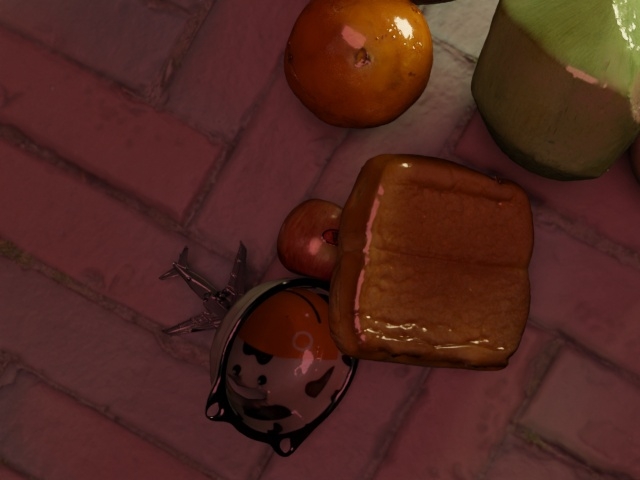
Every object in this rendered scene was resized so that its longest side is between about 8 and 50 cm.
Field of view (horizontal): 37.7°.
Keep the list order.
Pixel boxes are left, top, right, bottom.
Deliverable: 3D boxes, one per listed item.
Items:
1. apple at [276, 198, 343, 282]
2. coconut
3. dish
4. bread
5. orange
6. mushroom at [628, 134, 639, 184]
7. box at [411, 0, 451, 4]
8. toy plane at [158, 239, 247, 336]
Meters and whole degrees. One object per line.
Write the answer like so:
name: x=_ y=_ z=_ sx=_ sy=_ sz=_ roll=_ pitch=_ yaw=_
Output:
apple: x=0.000 y=0.000 z=1.542 sx=0.146 sy=0.146 sz=0.131 roll=18 pitch=84 yaw=6
coconut: x=0.382 y=-0.263 z=1.416 sx=0.281 sy=0.328 sz=0.328 roll=16 pitch=90 yaw=-2
dish: x=-0.076 y=0.183 z=1.523 sx=0.303 sy=0.120 sz=0.303 roll=-12 pitch=111 yaw=-34
bread: x=0.171 y=0.036 z=1.482 sx=0.337 sy=0.148 sz=0.328 roll=6 pitch=86 yaw=-26
orange: x=0.063 y=-0.296 z=1.506 sx=0.240 sy=0.240 sz=0.240 roll=0 pitch=88 yaw=6
mushroom: x=0.592 y=-0.145 z=1.454 sx=0.204 sy=0.204 sz=0.204 roll=0 pitch=88 yaw=6
box: x=0.122 y=-0.524 z=1.477 sx=0.301 sy=0.301 sz=0.216 roll=4 pitch=85 yaw=6
toy plane: x=-0.174 y=0.106 z=1.598 sx=0.226 sy=0.058 sz=0.226 roll=44 pitch=109 yaw=6
